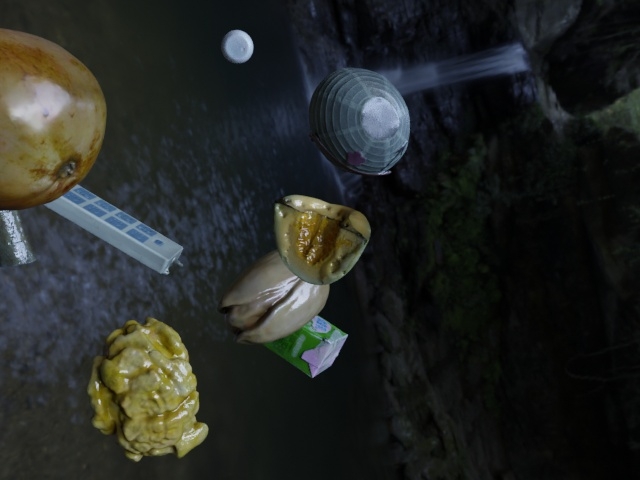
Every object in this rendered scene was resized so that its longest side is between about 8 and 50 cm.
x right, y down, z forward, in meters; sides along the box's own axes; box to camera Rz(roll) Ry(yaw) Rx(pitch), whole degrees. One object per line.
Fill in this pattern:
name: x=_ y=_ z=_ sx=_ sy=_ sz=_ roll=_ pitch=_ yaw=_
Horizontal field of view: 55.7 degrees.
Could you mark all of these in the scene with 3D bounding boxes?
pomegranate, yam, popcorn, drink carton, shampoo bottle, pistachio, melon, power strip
pomegranate: x=-0.436 y=-0.175 z=0.813 sx=0.270 sy=0.229 sz=0.252 roll=35 pitch=27 yaw=1
yam: x=-0.600 y=-0.033 z=1.145 sx=0.068 sy=0.068 sz=0.170 roll=-71 pitch=148 yaw=-74
popcorn: x=-0.231 y=0.208 z=0.803 sx=0.194 sy=0.140 sz=0.163 roll=101 pitch=-28 yaw=-49
drink carton: x=-0.081 y=0.216 z=1.515 sx=0.108 sy=0.271 sz=0.161 roll=-62 pitch=165 yaw=9
shampoo bottle: x=-0.198 y=-0.461 z=1.441 sx=0.192 sy=0.073 sz=0.074 roll=-114 pitch=-174 yaw=-70
pistachio: x=-0.082 y=0.106 z=1.225 sx=0.162 sy=0.181 sz=0.293 roll=53 pitch=40 yaw=-1
melon: x=0.000 y=0.000 z=0.942 sx=0.079 sy=0.160 sz=0.128 roll=-17 pitch=129 yaw=-67
power strip: x=-0.458 y=-0.037 z=1.318 sx=0.367 sy=0.043 sz=0.106 roll=31 pitch=17 yaw=-3

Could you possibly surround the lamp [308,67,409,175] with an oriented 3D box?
lamp: x=0.091 y=-0.273 z=1.424 sx=0.265 sy=0.233 sz=0.233 roll=30 pitch=29 yaw=-20
